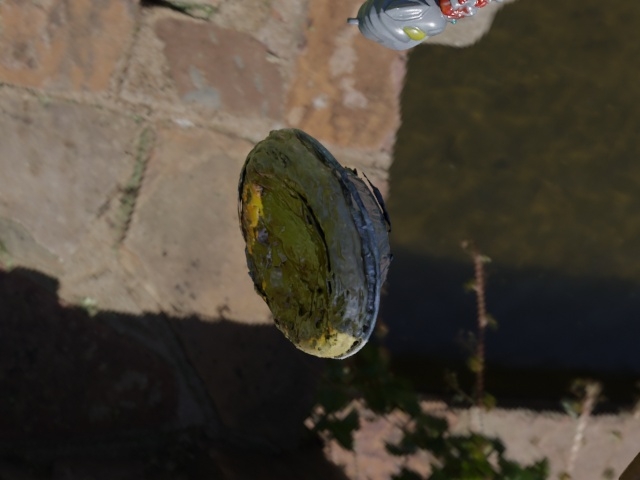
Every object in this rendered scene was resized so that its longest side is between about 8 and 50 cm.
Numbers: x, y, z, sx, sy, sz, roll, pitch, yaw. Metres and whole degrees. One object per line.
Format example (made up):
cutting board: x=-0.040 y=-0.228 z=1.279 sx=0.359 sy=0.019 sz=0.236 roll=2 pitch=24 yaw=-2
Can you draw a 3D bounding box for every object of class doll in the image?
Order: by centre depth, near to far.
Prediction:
doll: x=0.114 y=-0.257 z=1.437 sx=0.094 sy=0.180 sz=0.079 roll=-13 pitch=93 yaw=-72

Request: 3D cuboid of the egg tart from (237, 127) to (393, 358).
egg tart: x=0.000 y=0.000 z=1.255 sx=0.094 sy=0.234 sz=0.234 roll=-17 pitch=120 yaw=-28

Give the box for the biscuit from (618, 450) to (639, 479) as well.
biscuit: x=0.305 y=0.116 z=0.970 sx=0.284 sy=0.043 sz=0.306 roll=-44 pitch=160 yaw=-14
